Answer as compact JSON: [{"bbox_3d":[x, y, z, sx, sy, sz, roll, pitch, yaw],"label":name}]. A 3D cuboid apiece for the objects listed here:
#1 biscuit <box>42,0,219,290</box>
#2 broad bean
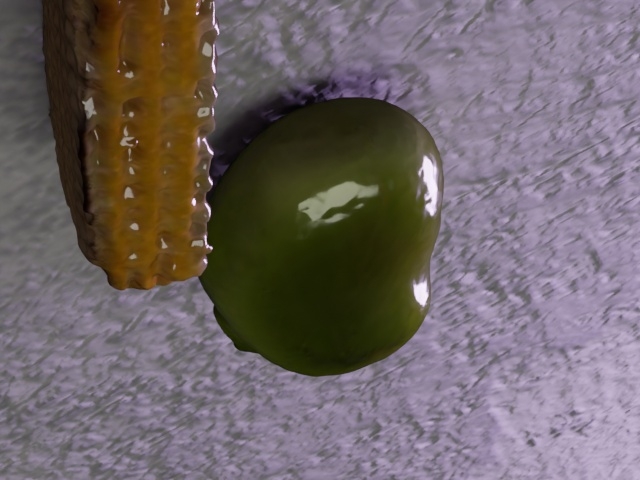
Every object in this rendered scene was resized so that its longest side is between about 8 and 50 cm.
[{"bbox_3d":[-0.069,-0.110,0.690,0.054,0.094,0.379,-11,149,-11],"label":"biscuit"},{"bbox_3d":[0.000,0.000,0.956,0.124,0.082,0.174,-21,142,-7],"label":"broad bean"}]
